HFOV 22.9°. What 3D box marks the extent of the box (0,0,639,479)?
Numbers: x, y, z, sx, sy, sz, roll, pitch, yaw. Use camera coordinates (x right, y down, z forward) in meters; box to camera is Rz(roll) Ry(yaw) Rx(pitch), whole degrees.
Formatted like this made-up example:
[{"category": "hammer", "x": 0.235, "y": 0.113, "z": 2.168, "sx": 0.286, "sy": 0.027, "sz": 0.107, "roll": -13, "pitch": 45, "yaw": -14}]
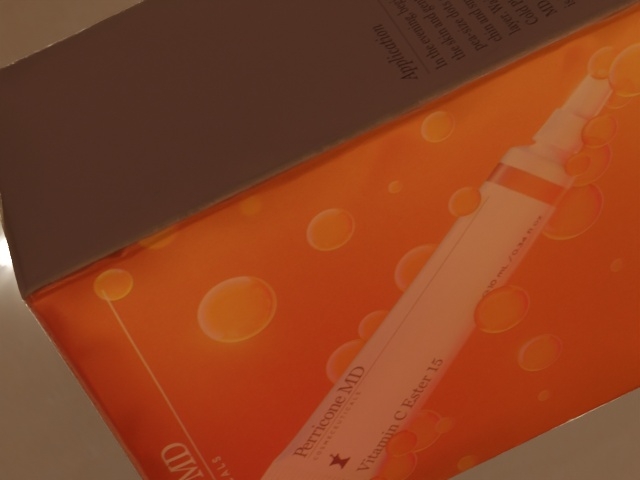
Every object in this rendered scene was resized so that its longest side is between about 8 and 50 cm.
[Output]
[{"category": "box", "x": 0.047, "y": -0.027, "z": 0.736, "sx": 0.345, "sy": 0.215, "sz": 0.168, "roll": -26, "pitch": -139, "yaw": -1}]
